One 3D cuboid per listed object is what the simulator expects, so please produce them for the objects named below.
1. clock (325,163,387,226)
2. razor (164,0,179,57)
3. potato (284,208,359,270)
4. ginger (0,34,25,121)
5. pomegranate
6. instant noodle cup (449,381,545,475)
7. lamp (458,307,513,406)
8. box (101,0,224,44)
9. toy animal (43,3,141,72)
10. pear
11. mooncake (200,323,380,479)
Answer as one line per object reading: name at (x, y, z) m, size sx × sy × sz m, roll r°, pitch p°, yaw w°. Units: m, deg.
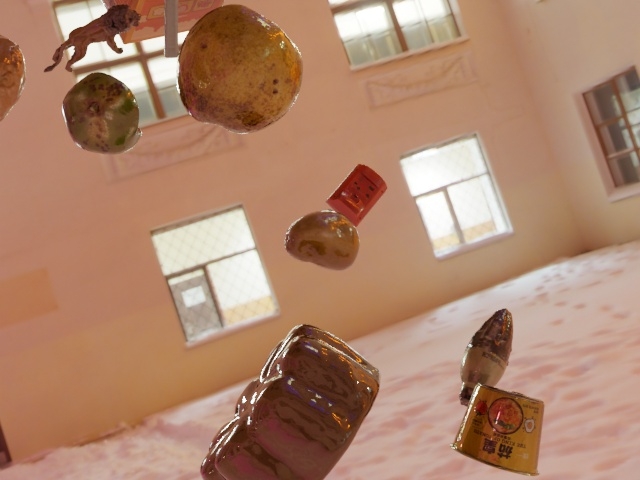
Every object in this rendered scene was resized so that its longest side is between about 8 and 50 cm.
clock at (0.106, -0.131, 1.951) m, size 0.155 × 0.113 × 0.061 m, roll -51°, pitch 1°, yaw -24°
razor at (-0.297, -0.499, 1.421) m, size 0.056 × 0.111 × 0.278 m, roll 3°, pitch -47°, yaw -20°
potato at (0.000, 0.000, 1.684) m, size 0.194 × 0.157 × 0.157 m, roll 1°, pitch -13°, yaw -35°
ginger at (-0.766, -0.368, 1.620) m, size 0.152 × 0.267 × 0.138 m, roll -19°, pitch -42°, yaw 34°
pomegranate at (-0.394, -0.213, 1.260) m, size 0.122 × 0.143 × 0.169 m, roll -60°, pitch 12°, yaw -20°
instant noodle cup at (0.367, 0.373, 1.415) m, size 0.182 × 0.144 × 0.182 m, roll 15°, pitch -5°, yaw 1°
lamp at (0.377, 0.262, 1.593) m, size 0.101 × 0.101 × 0.250 m, roll -22°, pitch 34°, yaw 58°
box at (-0.399, -0.669, 1.689) m, size 0.259 × 0.284 × 0.214 m, roll -24°, pitch -6°, yaw -31°
toy animal at (-0.438, -0.382, 1.343) m, size 0.219 × 0.069 × 0.086 m, roll -34°, pitch -14°, yaw 5°
pear at (-0.133, -0.261, 1.110) m, size 0.197 × 0.197 × 0.197 m, roll -19°, pitch -2°, yaw -1°
mooncake at (-0.063, 0.343, 1.339) m, size 0.378 × 0.200 × 0.378 m, roll -53°, pitch -1°, yaw -2°
